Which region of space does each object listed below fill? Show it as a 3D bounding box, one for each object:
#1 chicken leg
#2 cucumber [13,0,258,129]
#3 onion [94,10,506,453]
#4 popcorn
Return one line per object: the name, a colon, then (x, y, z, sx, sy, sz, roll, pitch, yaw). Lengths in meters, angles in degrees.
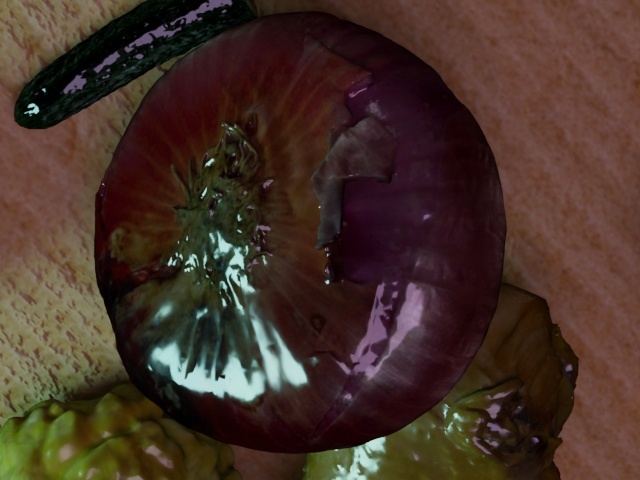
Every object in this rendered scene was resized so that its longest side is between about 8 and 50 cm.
chicken leg: (0.078, 0.228, 1.557, 0.409, 0.182, 0.295, -46, 141, 2)
cucumber: (-0.153, -0.149, 1.449, 0.214, 0.052, 0.058, -28, 141, 6)
onion: (0.000, 0.000, 1.423, 0.285, 0.347, 0.347, 4, 120, -56)
popcorn: (-0.184, 0.246, 1.529, 0.266, 0.192, 0.233, -37, 108, -11)
